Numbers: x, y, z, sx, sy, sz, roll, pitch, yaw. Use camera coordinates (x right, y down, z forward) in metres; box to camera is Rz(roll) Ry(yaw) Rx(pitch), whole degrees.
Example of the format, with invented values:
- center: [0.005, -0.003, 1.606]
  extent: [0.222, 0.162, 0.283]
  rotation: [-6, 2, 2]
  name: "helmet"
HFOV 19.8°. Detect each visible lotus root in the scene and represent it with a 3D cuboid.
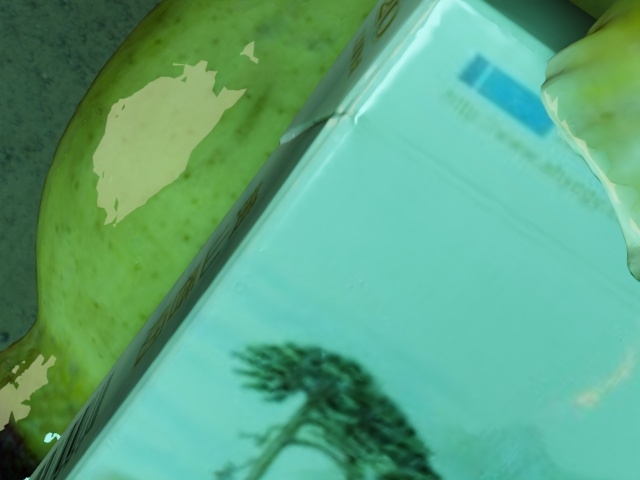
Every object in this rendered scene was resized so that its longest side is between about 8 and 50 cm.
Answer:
- center: [0.000, 0.000, 0.540]
  extent: [0.310, 0.183, 0.183]
  rotation: [-37, 4, -19]
  name: "lotus root"

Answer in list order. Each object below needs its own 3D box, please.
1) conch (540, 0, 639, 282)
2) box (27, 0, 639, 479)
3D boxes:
- center: [0.148, -0.074, 0.246]
  extent: [0.291, 0.159, 0.210]
  rotation: [148, 115, -67]
  name: "conch"
- center: [0.020, 0.062, 0.430]
  extent: [0.233, 0.149, 0.067]
  rotation: [-52, 13, 21]
  name: "box"
